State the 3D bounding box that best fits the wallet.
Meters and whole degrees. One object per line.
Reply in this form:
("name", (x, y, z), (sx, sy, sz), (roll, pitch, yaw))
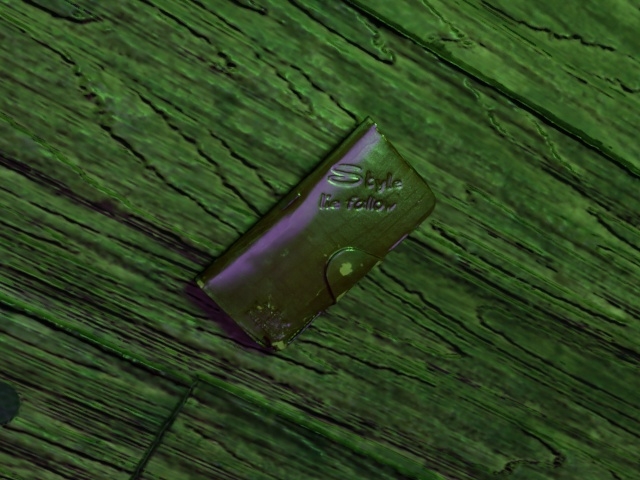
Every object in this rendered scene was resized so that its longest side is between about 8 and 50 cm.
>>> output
("wallet", (0.000, 0.000, 1.024), (0.176, 0.026, 0.095), (-42, 115, 3))
